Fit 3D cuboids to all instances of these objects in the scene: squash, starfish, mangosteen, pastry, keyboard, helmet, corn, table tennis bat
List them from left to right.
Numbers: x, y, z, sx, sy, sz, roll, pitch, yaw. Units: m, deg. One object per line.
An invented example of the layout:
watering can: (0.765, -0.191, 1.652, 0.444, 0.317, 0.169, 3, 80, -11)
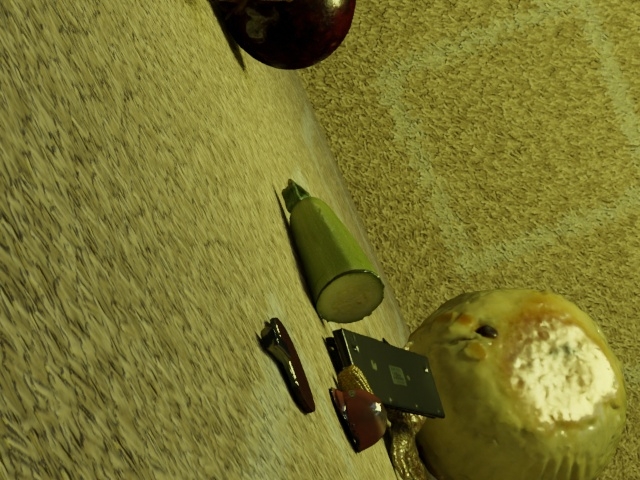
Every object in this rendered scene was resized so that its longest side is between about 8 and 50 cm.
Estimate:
mangosteen: (-0.078, -0.377, 2.168, 0.261, 0.235, 0.235, -5, 66, -40)
table tennis bat: (-0.031, 0.111, 1.326, 0.158, 0.014, 0.095, 61, 9, -69)
squash: (0.000, 0.000, 1.854, 0.224, 0.094, 0.094, 62, 1, 38)
corn: (0.048, 0.193, 1.686, 0.037, 0.037, 0.092, -18, 83, -85)
helmet: (0.049, 0.194, 1.598, 0.065, 0.049, 0.084, -100, 167, -64)
keyboard: (0.090, 0.178, 1.868, 0.317, 0.027, 0.106, 25, 44, -63)
starfish: (0.124, 0.266, 2.026, 0.277, 0.062, 0.235, -93, 162, -53)
pastry: (0.308, 0.264, 2.362, 0.312, 0.389, 0.388, 116, -40, -53)

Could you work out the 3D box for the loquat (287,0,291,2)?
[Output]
loquat: (-0.076, -0.472, 1.846, 0.328, 0.328, 0.328, -23, 90, -85)
